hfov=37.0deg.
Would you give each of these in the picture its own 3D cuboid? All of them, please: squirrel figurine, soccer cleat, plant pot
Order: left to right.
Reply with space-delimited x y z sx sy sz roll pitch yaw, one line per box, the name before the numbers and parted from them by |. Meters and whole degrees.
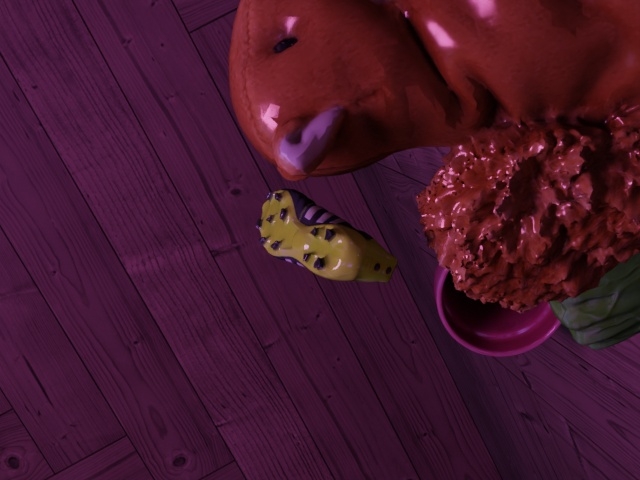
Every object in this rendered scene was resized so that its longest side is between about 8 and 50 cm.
soccer cleat | 0.000 0.000 0.823 0.072 0.060 0.179 18 -173 -30
squirrel figurine | 0.133 -0.117 0.754 0.397 0.371 0.281 62 176 -8
plant pot | 0.274 0.054 1.500 0.180 0.201 0.201 -85 -30 -69

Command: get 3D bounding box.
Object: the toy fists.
toy fists | 0.300 0.000 1.048 0.279 0.142 0.096 65 174 -33
